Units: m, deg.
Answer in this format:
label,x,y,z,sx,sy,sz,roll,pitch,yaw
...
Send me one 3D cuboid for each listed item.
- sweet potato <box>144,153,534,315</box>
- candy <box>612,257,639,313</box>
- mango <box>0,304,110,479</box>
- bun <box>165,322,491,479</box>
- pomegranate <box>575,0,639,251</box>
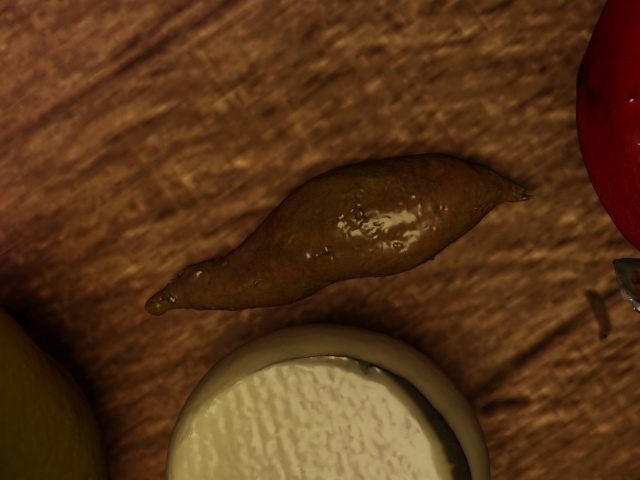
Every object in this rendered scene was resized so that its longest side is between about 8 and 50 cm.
label,x,y,z,sx,sy,sz,roll,pitch,yaw
sweet potato,-0.001,-0.003,0.885,0.226,0.068,0.068,-19,100,14
candy,0.286,0.066,0.852,0.292,0.086,0.059,22,108,3
mango,-0.228,0.188,0.866,0.182,0.253,0.365,11,102,50
bun,0.007,0.124,0.885,0.173,0.120,0.173,1,97,11
pomegranate,0.234,-0.058,0.775,0.235,0.210,0.210,32,106,-23
